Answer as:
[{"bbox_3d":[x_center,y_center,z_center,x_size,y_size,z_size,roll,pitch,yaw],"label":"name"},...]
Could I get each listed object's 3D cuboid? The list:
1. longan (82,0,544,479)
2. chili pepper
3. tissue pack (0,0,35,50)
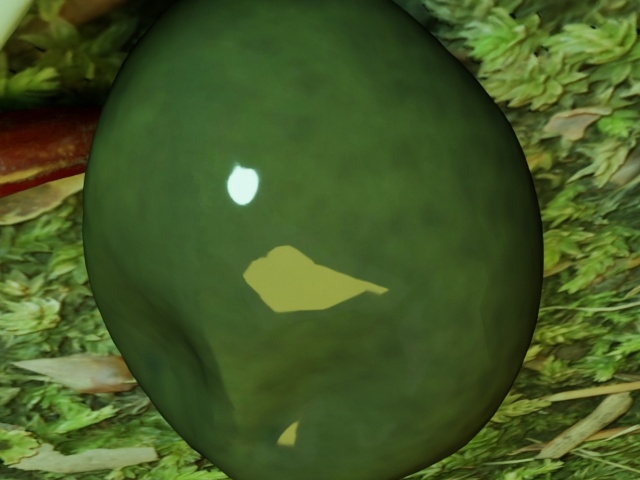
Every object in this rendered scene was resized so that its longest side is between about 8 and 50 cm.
[{"bbox_3d":[0.000,0.000,0.741,0.288,0.288,0.350,-15,139,5],"label":"longan"},{"bbox_3d":[-0.212,-0.050,0.800,0.272,0.071,0.063,-17,107,-2],"label":"chili pepper"},{"bbox_3d":[-0.197,-0.206,0.451,0.266,0.194,0.356,17,136,-35],"label":"tissue pack"}]
